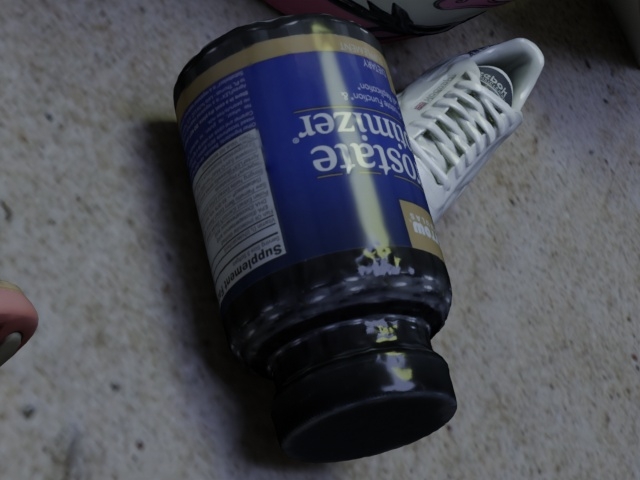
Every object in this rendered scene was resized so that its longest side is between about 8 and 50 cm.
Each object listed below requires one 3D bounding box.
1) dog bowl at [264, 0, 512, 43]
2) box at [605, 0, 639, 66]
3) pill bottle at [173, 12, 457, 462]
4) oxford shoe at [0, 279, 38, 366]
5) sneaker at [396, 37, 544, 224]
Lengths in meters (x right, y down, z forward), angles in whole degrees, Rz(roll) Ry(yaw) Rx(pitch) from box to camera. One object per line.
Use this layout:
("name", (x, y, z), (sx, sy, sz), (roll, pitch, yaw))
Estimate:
("dog bowl", (0.015, -0.314, 1.139), (0.408, 0.150, 0.408), (31, 43, -33))
("box", (0.305, -0.254, 1.339), (0.311, 0.148, 0.121), (47, 20, -78))
("pill bottle", (0.000, 0.000, 0.891), (0.123, 0.123, 0.219), (13, 54, -46))
("oxford shoe", (-0.265, -0.002, 0.551), (0.397, 0.140, 0.146), (8, 50, -51))
("sneaker", (0.070, -0.064, 1.058), (0.090, 0.095, 0.235), (52, 36, -11))
